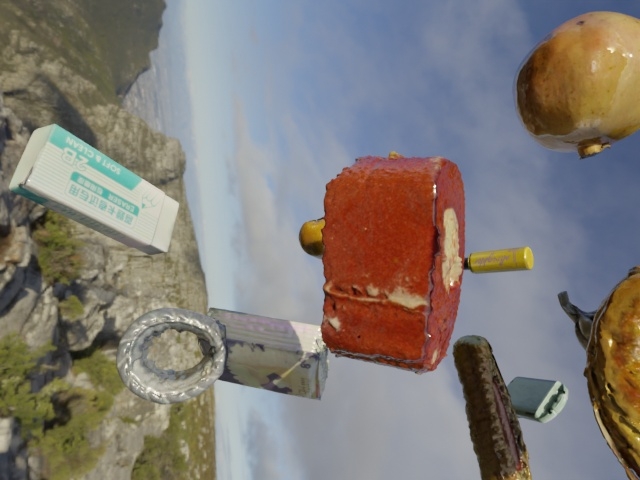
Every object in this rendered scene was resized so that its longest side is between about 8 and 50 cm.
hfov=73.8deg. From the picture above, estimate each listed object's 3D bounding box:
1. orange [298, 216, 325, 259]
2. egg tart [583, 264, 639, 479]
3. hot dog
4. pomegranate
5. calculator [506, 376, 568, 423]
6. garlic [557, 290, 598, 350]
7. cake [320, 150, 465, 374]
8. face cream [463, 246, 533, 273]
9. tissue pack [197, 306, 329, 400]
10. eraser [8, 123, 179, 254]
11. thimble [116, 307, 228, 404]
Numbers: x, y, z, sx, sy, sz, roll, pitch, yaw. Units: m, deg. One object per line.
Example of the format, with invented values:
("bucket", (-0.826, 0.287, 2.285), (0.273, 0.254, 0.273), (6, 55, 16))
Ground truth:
("orange", (0.000, 0.000, 1.425), (0.112, 0.160, 0.170), (-61, 176, -60))
("egg tart", (0.399, 0.137, 0.379), (0.132, 0.297, 0.297), (38, 34, -56))
("hot dog", (0.278, 0.301, 0.698), (0.083, 0.068, 0.288), (-26, -109, 45))
("pomegranate", (0.370, -0.212, 0.596), (0.191, 0.191, 0.191), (175, -90, -75))
("calculator", (0.636, 0.478, 1.296), (0.045, 0.141, 0.246), (48, -20, -1))
("garlic", (0.618, 0.184, 0.944), (0.127, 0.131, 0.194), (-53, -128, 26))
("cake", (0.101, 0.029, 0.553), (0.177, 0.151, 0.282), (-18, 109, -63))
("face cream", (0.573, 0.073, 1.460), (0.273, 0.078, 0.078), (-9, -94, 43))
("tissue pack", (-0.148, 0.319, 1.189), (0.125, 0.344, 0.242), (-71, 167, -46))
("eraser", (-0.313, -0.063, 0.621), (0.225, 0.052, 0.095), (40, 48, -52))
("thimble", (-0.331, 0.252, 0.981), (0.172, 0.236, 0.205), (149, -72, -76))
